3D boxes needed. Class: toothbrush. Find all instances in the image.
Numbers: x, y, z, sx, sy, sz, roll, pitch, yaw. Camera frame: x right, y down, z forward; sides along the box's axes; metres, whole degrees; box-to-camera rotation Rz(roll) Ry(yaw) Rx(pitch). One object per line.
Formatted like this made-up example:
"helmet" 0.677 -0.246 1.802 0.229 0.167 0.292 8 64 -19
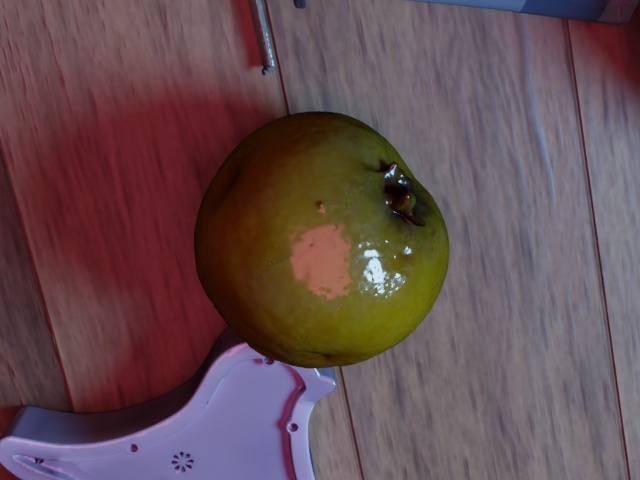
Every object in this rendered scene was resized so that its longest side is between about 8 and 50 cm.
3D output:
"toothbrush" -0.072 -0.280 0.932 0.028 0.026 0.294 -12 105 -14

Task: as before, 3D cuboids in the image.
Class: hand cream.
"hand cream" 0.135 -0.225 0.944 0.255 0.048 0.079 10 99 -1

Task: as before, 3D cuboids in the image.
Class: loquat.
"loquat" 0.000 0.000 0.921 0.208 0.208 0.208 0 105 -2

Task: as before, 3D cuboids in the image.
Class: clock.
"clock" -0.138 0.190 1.028 0.290 0.080 0.275 14 104 -6

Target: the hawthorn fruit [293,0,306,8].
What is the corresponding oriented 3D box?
"hawthorn fruit" 0.012 -0.342 0.803 0.231 0.235 0.263 -6 80 32
